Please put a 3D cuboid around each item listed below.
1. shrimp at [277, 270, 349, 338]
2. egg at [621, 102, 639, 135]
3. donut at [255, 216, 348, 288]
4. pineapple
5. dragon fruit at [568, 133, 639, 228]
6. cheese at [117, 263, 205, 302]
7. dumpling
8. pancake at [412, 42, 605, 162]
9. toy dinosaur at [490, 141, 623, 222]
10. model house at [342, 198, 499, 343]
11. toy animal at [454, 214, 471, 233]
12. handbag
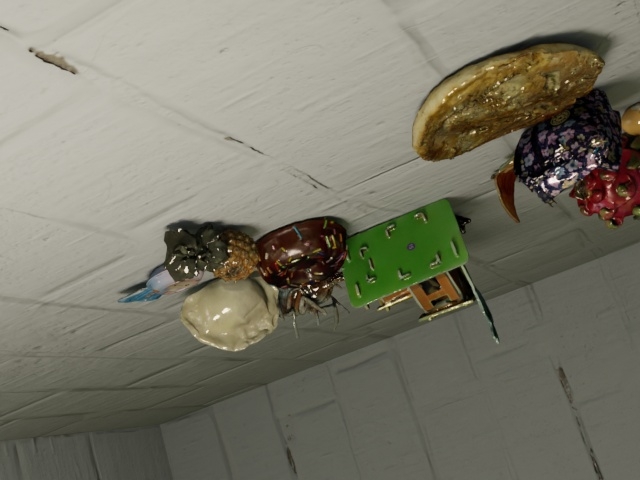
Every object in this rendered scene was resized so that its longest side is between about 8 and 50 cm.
[{"bbox_3d":[-0.086,0.167,2.278,0.410,0.166,0.221,-9,-159,17],"label":"shrimp"},{"bbox_3d":[0.683,-0.259,1.807,0.083,0.071,0.071,-10,167,17],"label":"egg"},{"bbox_3d":[-0.041,0.038,1.947,0.234,0.089,0.235,-14,154,-7],"label":"donut"},{"bbox_3d":[-0.222,0.027,1.700,0.111,0.119,0.237,-39,155,22],"label":"pineapple"},{"bbox_3d":[0.711,-0.161,1.988,0.198,0.273,0.218,34,154,-9],"label":"dragon fruit"},{"bbox_3d":[-0.344,0.094,1.908,0.244,0.052,0.135,-29,161,35],"label":"cheese"},{"bbox_3d":[-0.216,0.181,2.088,0.257,0.193,0.147,-9,158,-21],"label":"dumpling"},{"bbox_3d":[0.324,-0.244,1.484,0.355,0.065,0.356,-16,166,-4],"label":"pancake"},{"bbox_3d":[0.514,-0.164,1.868,0.327,0.113,0.206,-29,161,30],"label":"toy dinosaur"},{"bbox_3d":[0.262,0.149,2.081,0.300,0.340,0.324,-24,141,13],"label":"model house"},{"bbox_3d":[0.311,-0.029,2.183,0.202,0.070,0.105,13,104,-47],"label":"toy animal"},{"bbox_3d":[0.475,-0.185,1.645,0.207,0.229,0.127,-27,120,34],"label":"handbag"}]
